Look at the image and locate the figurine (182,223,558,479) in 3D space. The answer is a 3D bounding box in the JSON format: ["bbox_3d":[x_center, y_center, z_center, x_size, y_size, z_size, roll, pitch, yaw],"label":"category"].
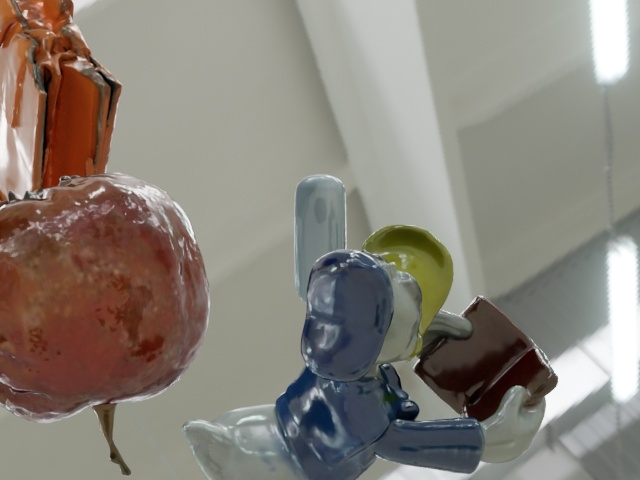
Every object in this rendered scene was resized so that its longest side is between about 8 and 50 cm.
[{"bbox_3d":[0.045,0.119,0.894,0.284,0.204,0.338,-14,-34,-9],"label":"figurine"}]

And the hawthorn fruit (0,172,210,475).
[{"bbox_3d":[-0.208,0.078,1.110,0.242,0.242,0.271,-22,-80,-23],"label":"hawthorn fruit"}]

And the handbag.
[{"bbox_3d":[-0.370,-0.186,1.558,0.116,0.410,0.303,-8,-47,-26],"label":"handbag"}]

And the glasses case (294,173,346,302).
[{"bbox_3d":[0.000,0.000,1.693,0.045,0.067,0.178,-36,-53,-74],"label":"glasses case"}]
